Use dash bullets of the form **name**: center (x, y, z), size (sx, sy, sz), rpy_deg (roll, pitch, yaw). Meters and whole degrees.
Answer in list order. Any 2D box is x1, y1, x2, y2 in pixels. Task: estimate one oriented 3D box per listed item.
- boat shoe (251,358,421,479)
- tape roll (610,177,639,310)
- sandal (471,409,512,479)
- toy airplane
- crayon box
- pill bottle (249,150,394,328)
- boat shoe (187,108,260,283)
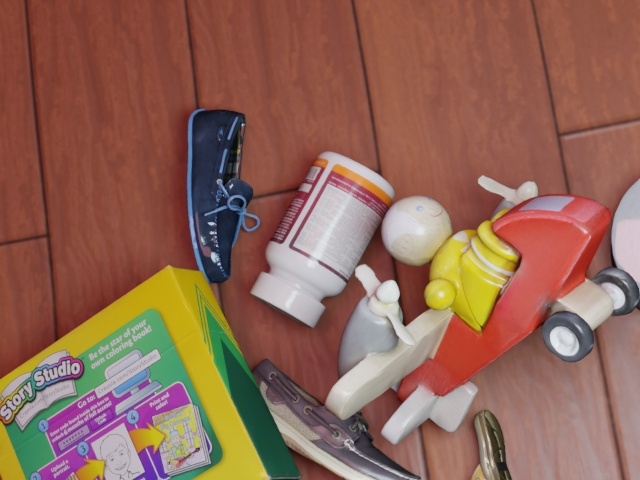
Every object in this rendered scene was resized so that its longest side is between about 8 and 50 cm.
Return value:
- **boat shoe**: center (0.014, 0.248, 1.793), size (0.285, 0.103, 0.092), rpy_deg (27, 88, 23)
- **tape roll**: center (0.489, 0.005, 1.770), size (0.219, 0.072, 0.219), rpy_deg (-3, 76, 12)
- **sandal**: center (0.216, 0.309, 1.754), size (0.049, 0.072, 0.180), rpy_deg (-17, 71, 23)
- **toy airplane**: center (0.163, 0.071, 1.660), size (0.384, 0.386, 0.272), rpy_deg (-38, 86, 1)
- **crayon box**: center (-0.252, 0.259, 1.803), size (0.363, 0.106, 0.313), rpy_deg (-33, 70, 17)
- **pill bottle**: center (0.000, 0.000, 1.848), size (0.121, 0.121, 0.221), rpy_deg (27, 83, 17)
- **boat shoe**: center (-0.137, -0.070, 1.905), size (0.089, 0.109, 0.258), rpy_deg (-6, 77, 7)
